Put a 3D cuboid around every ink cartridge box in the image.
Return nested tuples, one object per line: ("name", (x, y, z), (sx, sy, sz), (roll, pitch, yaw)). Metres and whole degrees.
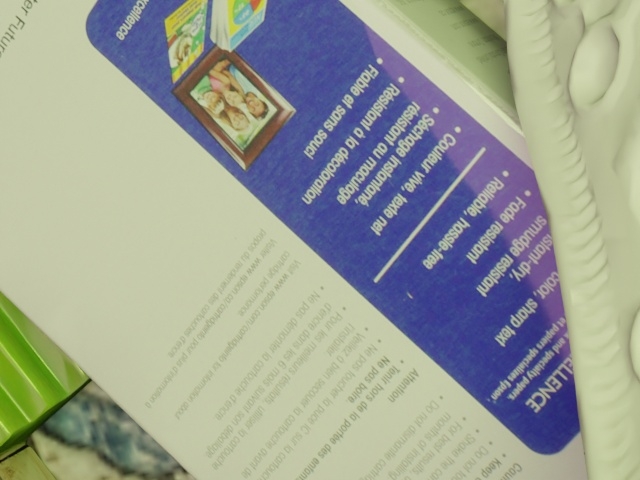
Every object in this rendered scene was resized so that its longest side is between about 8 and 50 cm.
("ink cartridge box", (0.000, 0.000, 0.499), (0.332, 0.065, 0.165), (44, 115, 10))

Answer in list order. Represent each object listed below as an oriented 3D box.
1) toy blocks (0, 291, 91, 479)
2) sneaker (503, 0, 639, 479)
("toy blocks", (-0.193, 0.132, 0.504), (0.191, 0.261, 0.381), (-41, 84, 26))
("sneaker", (0.181, -0.024, 0.396), (0.130, 0.236, 0.323), (136, 140, -54))
